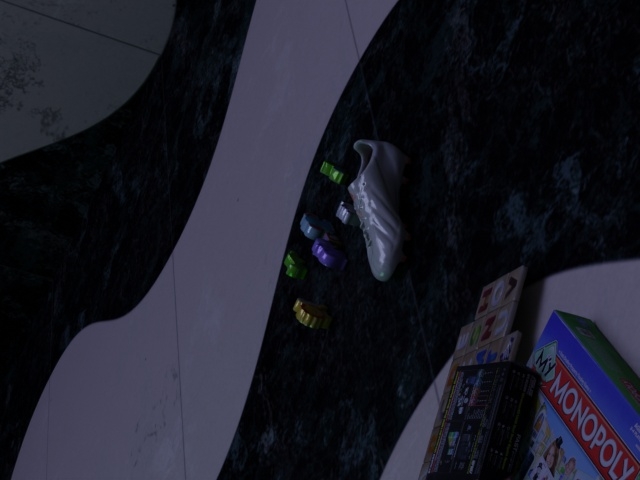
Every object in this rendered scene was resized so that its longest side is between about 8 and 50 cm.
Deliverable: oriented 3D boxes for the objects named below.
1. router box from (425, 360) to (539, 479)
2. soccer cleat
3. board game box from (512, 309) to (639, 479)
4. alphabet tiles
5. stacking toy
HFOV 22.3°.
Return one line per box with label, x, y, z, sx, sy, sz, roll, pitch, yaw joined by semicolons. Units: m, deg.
router box;0.152;0.177;1.526;0.092;0.038;0.122;-13;55;60
soccer cleat;0.068;-0.038;2.016;0.068;0.076;0.196;-46;33;50
board game box;0.233;0.225;1.427;0.317;0.046;0.213;-119;49;-63
alphabet tiles;0.159;0.146;1.663;0.198;0.009;0.237;138;151;-71
stacking toy;0.000;0.000;2.197;0.167;0.052;0.221;-65;21;18
